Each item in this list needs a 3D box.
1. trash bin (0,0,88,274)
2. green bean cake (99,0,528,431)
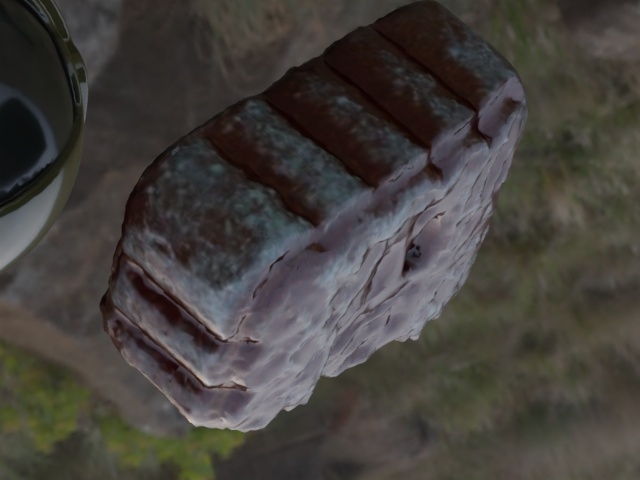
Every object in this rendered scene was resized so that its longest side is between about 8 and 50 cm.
[{"bbox_3d":[-0.259,-0.102,0.918,0.214,0.334,0.214,-20,134,-22],"label":"trash bin"},{"bbox_3d":[0.000,0.000,0.820,0.233,0.097,0.198,-34,157,-38],"label":"green bean cake"}]
